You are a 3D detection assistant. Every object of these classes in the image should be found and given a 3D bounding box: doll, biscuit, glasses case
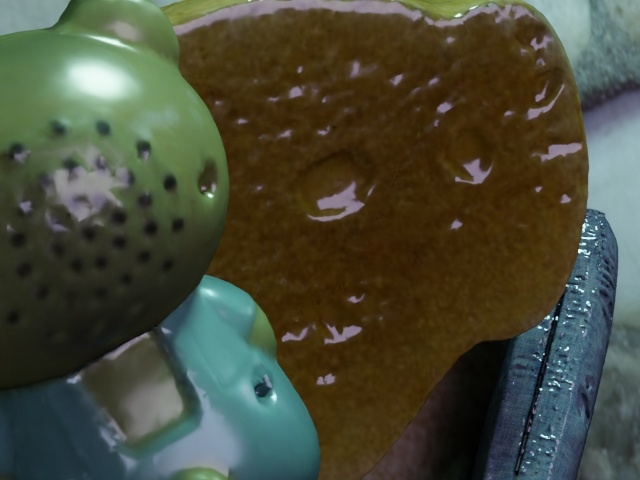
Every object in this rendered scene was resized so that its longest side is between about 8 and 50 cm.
[{"bbox_3d":[-0.110,0.032,0.669,0.177,0.161,0.261,-26,112,-18],"label":"doll"},{"bbox_3d":[-0.001,0.000,0.836,0.344,0.057,0.287,-9,103,-23],"label":"biscuit"},{"bbox_3d":[0.144,0.109,0.965,0.109,0.067,0.282,73,31,-59],"label":"glasses case"}]
